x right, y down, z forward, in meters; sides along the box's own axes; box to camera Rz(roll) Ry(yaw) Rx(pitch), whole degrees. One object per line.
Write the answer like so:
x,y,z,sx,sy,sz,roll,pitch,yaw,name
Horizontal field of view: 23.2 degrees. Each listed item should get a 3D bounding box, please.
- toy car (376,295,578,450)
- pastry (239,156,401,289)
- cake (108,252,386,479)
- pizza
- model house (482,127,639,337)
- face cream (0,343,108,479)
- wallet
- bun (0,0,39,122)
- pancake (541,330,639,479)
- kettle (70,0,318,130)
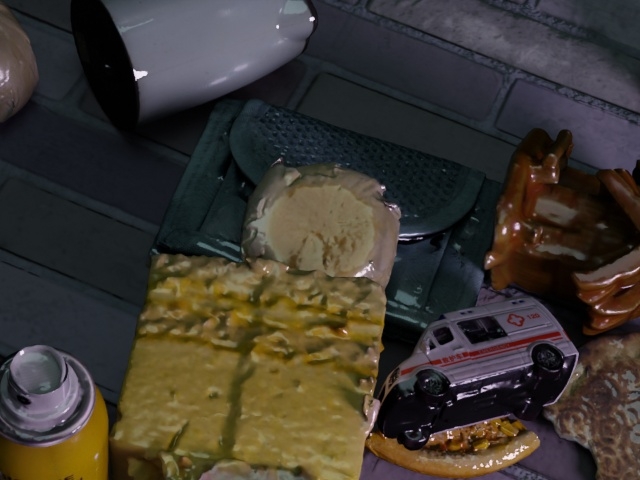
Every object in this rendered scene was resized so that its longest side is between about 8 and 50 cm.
0.137,0.121,1.490,0.209,0.089,0.108,-11,52,-24,toy car
0.000,0.000,1.533,0.165,0.088,0.166,0,70,-1,pastry
-0.070,0.189,1.380,0.222,0.227,0.286,8,52,0,cake
0.129,0.174,1.531,0.178,0.041,0.131,11,52,0,pizza
0.296,-0.009,1.599,0.229,0.199,0.220,16,66,9,model house
-0.225,0.192,1.277,0.105,0.349,0.105,4,54,-5,face cream
0.017,-0.030,1.644,0.342,0.075,0.237,18,52,6,wallet
-0.391,-0.206,1.683,0.173,0.113,0.167,5,54,-2,bun
0.330,0.222,1.533,0.286,0.033,0.288,-37,66,-27,pancake
-0.148,-0.244,1.733,0.236,0.161,0.221,-23,30,-22,kettle
